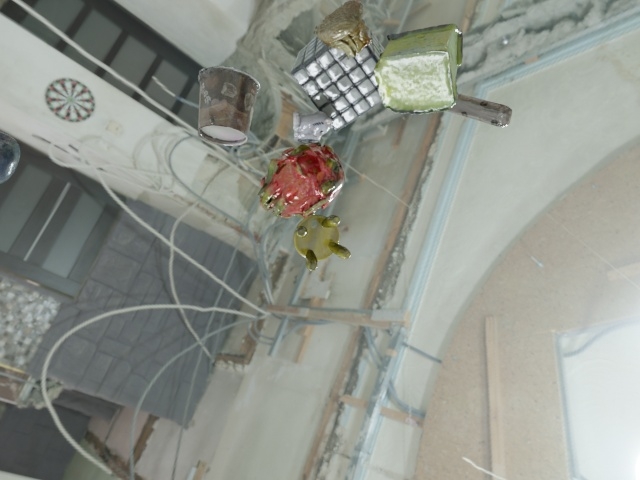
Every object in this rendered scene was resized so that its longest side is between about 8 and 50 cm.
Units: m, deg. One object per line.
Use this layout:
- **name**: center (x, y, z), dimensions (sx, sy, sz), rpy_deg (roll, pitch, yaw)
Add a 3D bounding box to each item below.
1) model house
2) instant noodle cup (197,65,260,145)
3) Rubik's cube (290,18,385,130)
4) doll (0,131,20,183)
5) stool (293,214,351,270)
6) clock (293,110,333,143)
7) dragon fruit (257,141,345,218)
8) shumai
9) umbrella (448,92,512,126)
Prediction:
- **model house**: center (0.258, -0.450, 1.264), dimensions (0.194, 0.170, 0.211), rpy_deg (-1, -132, 27)
- **instant noodle cup**: center (-0.323, -0.451, 1.693), dimensions (0.217, 0.217, 0.207), rpy_deg (-11, -109, 54)
- **Rubik's cube**: center (0.078, -0.522, 1.509), dimensions (0.237, 0.238, 0.237), rpy_deg (-30, -150, 26)
- **doll**: center (-0.983, -0.243, 1.396), dimensions (0.154, 0.258, 0.228), rpy_deg (110, -4, -64)
- **stool**: center (0.000, 0.000, 1.123), dimensions (0.134, 0.135, 0.110), rpy_deg (-63, -168, 3)
- **clock**: center (-0.022, -0.341, 1.493), dimensions (0.176, 0.117, 0.080), rpy_deg (155, -64, -88)
- **dragon fruit**: center (-0.061, -0.192, 1.626), dimensions (0.303, 0.231, 0.237), rpy_deg (-43, -176, -11)
- **shumai**: center (0.068, -0.534, 1.280), dimensions (0.145, 0.116, 0.145), rpy_deg (-21, -135, 23)
- **umbrella**: center (0.526, -0.475, 1.759), dimensions (0.337, 0.067, 0.073), rpy_deg (35, -56, 45)
